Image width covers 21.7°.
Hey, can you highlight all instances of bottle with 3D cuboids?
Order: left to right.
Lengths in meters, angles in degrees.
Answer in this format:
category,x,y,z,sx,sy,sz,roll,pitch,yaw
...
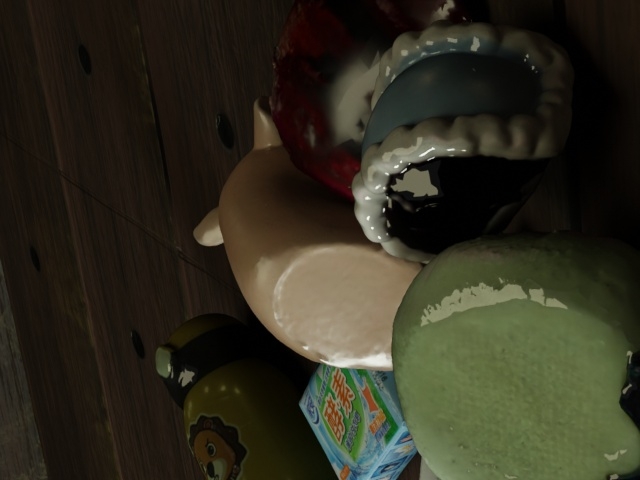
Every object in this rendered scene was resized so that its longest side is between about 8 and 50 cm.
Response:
category,x,y,z,sx,sy,sz,roll,pitch,yaw
bottle,-0.096,0.250,2.210,0.351,0.172,0.171,55,151,32

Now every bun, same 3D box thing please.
category,x,y,z,sx,sy,sz,roll,pitch,yaw
bun,0.212,0.103,1.447,0.293,0.187,0.293,14,121,24

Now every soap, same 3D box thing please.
category,x,y,z,sx,sy,sz,roll,pitch,yaw
soap,0.059,0.188,1.953,0.156,0.077,0.293,61,153,22

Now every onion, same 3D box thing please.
category,x,y,z,sx,sy,sz,roll,pitch,yaw
onion,0.039,-0.176,1.666,0.314,0.146,0.280,57,149,37

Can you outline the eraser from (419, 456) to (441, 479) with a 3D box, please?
category,x,y,z,sx,sy,sz,roll,pitch,yaw
eraser,0.189,0.285,1.758,0.225,0.052,0.095,37,133,47

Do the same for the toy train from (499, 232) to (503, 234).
category,x,y,z,sx,sy,sz,roll,pitch,yaw
toy train,0.186,0.090,1.616,0.132,0.083,0.200,135,119,-72

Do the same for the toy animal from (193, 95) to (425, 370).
category,x,y,z,sx,sy,sz,roll,pitch,yaw
toy animal,0.000,-0.002,1.783,0.195,0.213,0.256,-64,25,23

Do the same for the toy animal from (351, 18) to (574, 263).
category,x,y,z,sx,sy,sz,roll,pitch,yaw
toy animal,0.114,-0.094,1.462,0.208,0.156,0.204,127,158,-48
